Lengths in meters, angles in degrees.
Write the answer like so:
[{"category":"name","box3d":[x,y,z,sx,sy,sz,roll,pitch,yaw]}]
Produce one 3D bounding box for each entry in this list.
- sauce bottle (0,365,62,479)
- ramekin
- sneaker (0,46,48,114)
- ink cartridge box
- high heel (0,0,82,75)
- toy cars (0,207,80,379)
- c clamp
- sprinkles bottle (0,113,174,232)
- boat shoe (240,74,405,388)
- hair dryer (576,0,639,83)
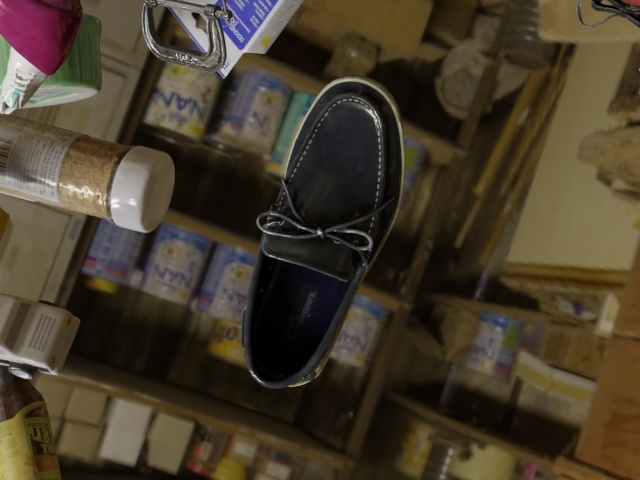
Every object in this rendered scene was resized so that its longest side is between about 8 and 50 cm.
[{"category":"sauce bottle","box3d":[-0.562,0.359,1.800,0.111,0.344,0.111,-16,159,-6]},{"category":"ramekin","box3d":[-0.598,-0.366,1.984,0.303,0.148,0.303,-8,-178,0]},{"category":"sneaker","box3d":[-0.526,-0.279,1.690,0.080,0.094,0.212,26,156,-17]},{"category":"ink cartridge box","box3d":[-0.160,-0.530,1.963,0.072,0.307,0.303,10,-144,-51]},{"category":"high heel","box3d":[-0.466,-0.335,1.138,0.377,0.181,0.127,23,-151,-1]},{"category":"toy cars","box3d":[-0.471,0.037,1.259,0.394,0.176,0.087,48,166,28]},{"category":"c clamp","box3d":[-0.171,-0.281,1.219,0.160,0.022,0.137,13,130,32]},{"category":"sprinkles bottle","box3d":[-0.398,-0.112,1.411,0.355,0.121,0.121,15,174,11]},{"category":"boat shoe","box3d":[0.000,0.000,1.432,0.187,0.500,0.156,20,-169,6]},{"category":"hair dryer","box3d":[0.504,-0.363,1.466,0.223,0.080,0.293,49,154,8]}]
